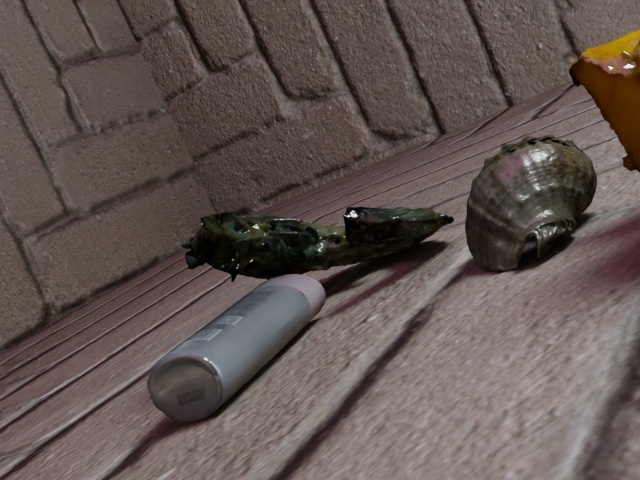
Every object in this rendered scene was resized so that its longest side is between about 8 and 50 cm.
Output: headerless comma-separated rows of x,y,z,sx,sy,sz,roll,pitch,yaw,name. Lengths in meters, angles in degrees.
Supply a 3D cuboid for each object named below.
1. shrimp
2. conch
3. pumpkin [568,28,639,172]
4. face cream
0.000,0.000,1.152,0.272,0.085,0.445,-12,-7,32,shrimp
0.222,-0.029,0.988,0.207,0.130,0.155,-76,13,-54,conch
0.365,-0.185,0.776,0.225,0.256,0.303,-35,-28,-6,pumpkin
-0.085,0.106,1.014,0.107,0.073,0.269,-15,10,24,face cream
